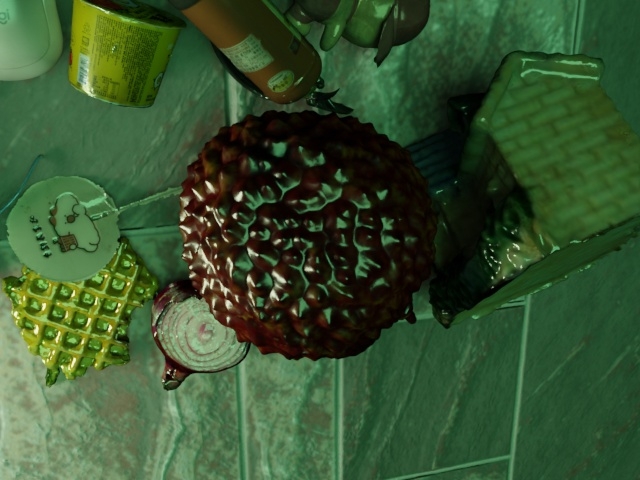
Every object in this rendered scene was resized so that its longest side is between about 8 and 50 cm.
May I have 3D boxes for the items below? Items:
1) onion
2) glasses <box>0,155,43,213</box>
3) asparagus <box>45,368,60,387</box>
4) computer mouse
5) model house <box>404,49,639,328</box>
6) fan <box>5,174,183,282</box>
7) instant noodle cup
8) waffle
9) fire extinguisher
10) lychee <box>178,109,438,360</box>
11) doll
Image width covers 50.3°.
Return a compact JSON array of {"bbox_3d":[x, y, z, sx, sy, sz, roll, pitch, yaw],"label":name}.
[{"bbox_3d":[-0.239,0.185,1.293,0.195,0.140,0.218,24,100,-19],"label":"onion"},{"bbox_3d":[-0.593,-0.116,1.137,0.220,0.088,0.190,-45,116,-21],"label":"glasses"},{"bbox_3d":[-0.504,0.234,1.290,0.025,0.021,0.108,8,106,-21],"label":"asparagus"},{"bbox_3d":[-0.492,-0.391,1.030,0.184,0.121,0.297,-2,110,-15],"label":"computer mouse"},{"bbox_3d":[0.332,-0.111,1.241,0.395,0.445,0.400,-21,74,-4],"label":"model house"},{"bbox_3d":[-0.383,-0.044,1.213,0.329,0.009,0.191,-23,90,-15],"label":"fan"},{"bbox_3d":[-0.320,-0.303,1.090,0.182,0.182,0.144,12,114,-21],"label":"instant noodle cup"},{"bbox_3d":[-0.424,0.117,1.250,0.291,0.051,0.291,-4,105,-16],"label":"waffle"},{"bbox_3d":[-0.113,-0.330,1.107,0.113,0.200,0.376,-52,128,-1],"label":"fire extinguisher"},{"bbox_3d":[0.000,0.000,1.148,0.500,0.424,0.425,32,96,-22],"label":"lychee"},{"bbox_3d":[0.065,-0.409,1.176,0.255,0.152,0.196,8,106,-20],"label":"doll"}]
